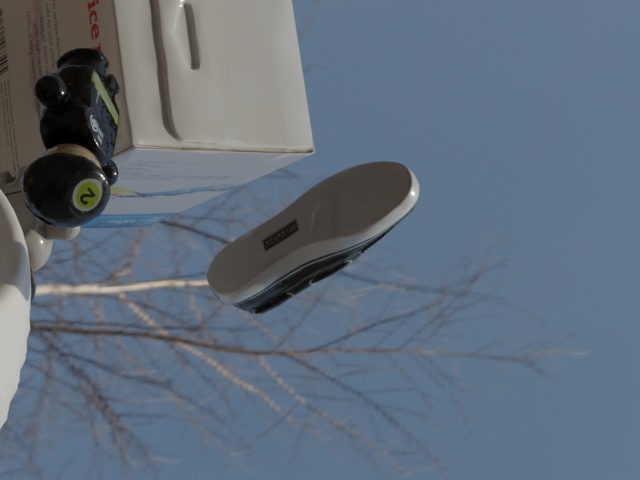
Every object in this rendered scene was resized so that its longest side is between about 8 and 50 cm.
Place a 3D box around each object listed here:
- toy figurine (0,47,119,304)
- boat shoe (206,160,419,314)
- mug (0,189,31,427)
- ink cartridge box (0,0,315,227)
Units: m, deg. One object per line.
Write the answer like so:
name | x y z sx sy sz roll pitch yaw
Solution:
toy figurine | -0.259 -0.051 0.991 0.209 0.213 0.148 -51 -152 39
boat shoe | 0.000 0.000 0.810 0.142 0.040 0.049 -27 -132 22
mug | -0.353 0.044 0.870 0.328 0.276 0.374 -46 -120 31
ink cartridge box | -0.173 -0.137 1.263 0.270 0.197 0.198 -19 -104 48
